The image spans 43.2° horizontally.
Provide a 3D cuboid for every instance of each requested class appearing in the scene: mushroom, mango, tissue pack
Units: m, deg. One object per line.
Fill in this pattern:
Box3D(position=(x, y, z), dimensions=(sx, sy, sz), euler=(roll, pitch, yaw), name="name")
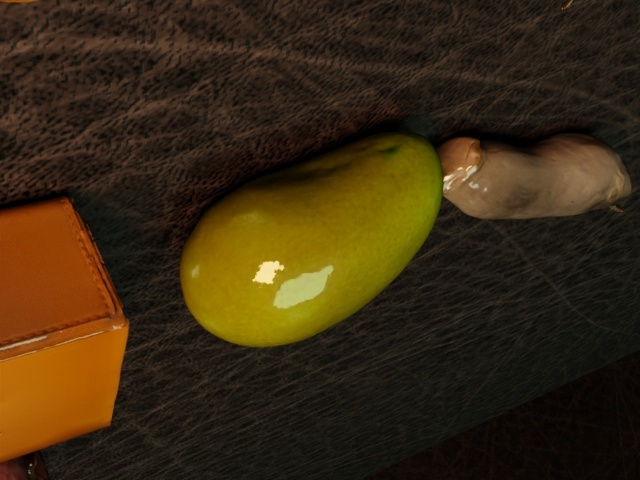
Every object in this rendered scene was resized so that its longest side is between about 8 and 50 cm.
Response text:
Box3D(position=(0.254, -0.073, 0.962), dimensions=(0.351, 0.097, 0.109), euler=(-4, 145, -38), name="mushroom")
Box3D(position=(-0.003, 0.006, 0.777), dimensions=(0.273, 0.149, 0.185), euler=(-25, 154, -19), name="mango")
Box3D(position=(-0.307, 0.089, 0.618), dimensions=(0.274, 0.145, 0.194), euler=(-15, 153, -29), name="tissue pack")

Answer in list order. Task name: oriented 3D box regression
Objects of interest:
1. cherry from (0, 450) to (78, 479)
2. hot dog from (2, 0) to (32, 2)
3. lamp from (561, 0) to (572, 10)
Box3D(position=(-0.389, 0.260, 0.763), dimensions=(0.307, 0.221, 0.261), euler=(-2, 169, -11), name="cherry")
Box3D(position=(-0.098, -0.198, 0.382), dimensions=(0.242, 0.073, 0.084), euler=(-37, 159, 16), name="hot dog")
Box3D(position=(0.194, -0.245, 0.646), dimensions=(0.054, 0.041, 0.121), euler=(-41, 150, 5), name="lamp")
